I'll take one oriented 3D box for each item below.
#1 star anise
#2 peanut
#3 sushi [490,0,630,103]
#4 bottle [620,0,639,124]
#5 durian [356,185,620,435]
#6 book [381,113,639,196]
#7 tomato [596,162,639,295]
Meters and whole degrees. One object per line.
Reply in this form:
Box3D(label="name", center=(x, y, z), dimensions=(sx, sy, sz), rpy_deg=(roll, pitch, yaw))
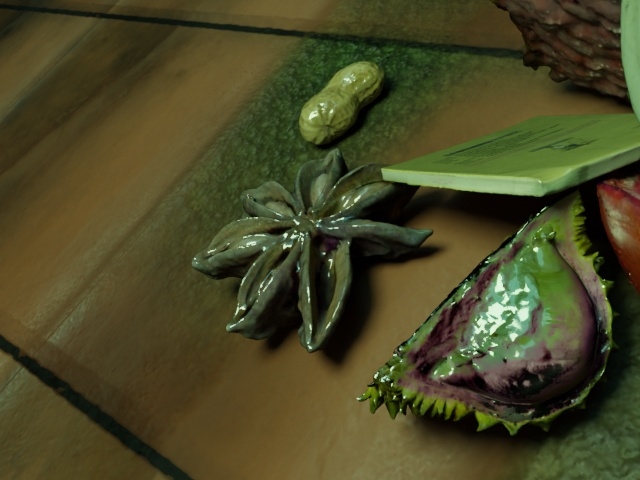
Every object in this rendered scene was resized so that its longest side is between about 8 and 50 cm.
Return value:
Box3D(label="star anise", center=(-0.014, -0.002, 0.661), dimensions=(0.212, 0.073, 0.197), rpy_deg=(-45, 46, -17))
Box3D(label="peanut", center=(0.023, -0.142, 0.788), dimensions=(0.054, 0.054, 0.113), rpy_deg=(26, 67, 44))
Box3D(label="sushi", center=(0.258, -0.231, 0.564), dimensions=(0.236, 0.270, 0.171), rpy_deg=(-51, 47, -1))
Box3D(label="bottle", center=(0.362, -0.139, 0.404), dimensions=(0.352, 0.229, 0.229), rpy_deg=(-7, 39, -17))
Box3D(label="durian", center=(0.124, 0.073, 0.509), dimensions=(0.108, 0.119, 0.187), rpy_deg=(44, 82, 10))
Box3D(label="book", center=(0.162, -0.069, 0.567), dimensions=(0.168, 0.013, 0.192), rpy_deg=(-20, 16, -22))
Box3D(label="tomato", center=(0.262, 0.011, 0.468), dimensions=(0.189, 0.099, 0.173), rpy_deg=(-5, 20, -22))
